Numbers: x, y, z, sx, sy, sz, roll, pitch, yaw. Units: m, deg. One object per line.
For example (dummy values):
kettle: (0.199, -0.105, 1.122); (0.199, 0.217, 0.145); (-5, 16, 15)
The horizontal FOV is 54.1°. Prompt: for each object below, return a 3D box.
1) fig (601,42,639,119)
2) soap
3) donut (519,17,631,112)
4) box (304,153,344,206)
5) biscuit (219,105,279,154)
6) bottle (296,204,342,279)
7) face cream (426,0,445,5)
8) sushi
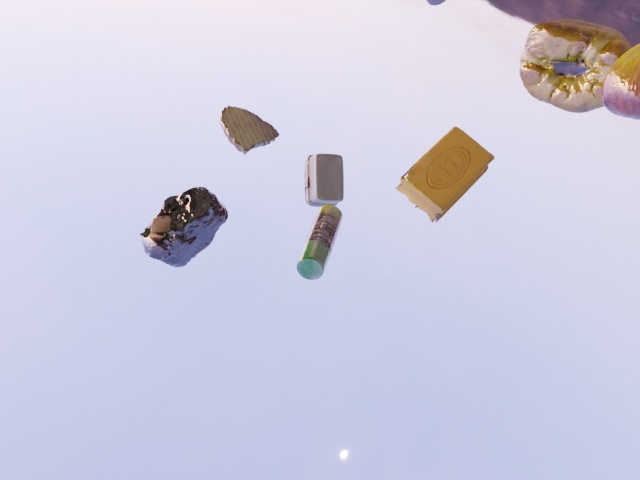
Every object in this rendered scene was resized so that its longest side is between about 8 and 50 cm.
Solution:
fig: (0.663, -0.353, 1.269); (0.160, 0.231, 0.143); (8, 177, 24)
soap: (0.436, -0.237, 2.205); (0.204, 0.096, 0.324); (41, -112, 11)
donut: (0.622, -0.429, 1.535); (0.261, 0.208, 0.128); (28, -138, 21)
box: (0.017, -0.239, 2.473); (0.148, 0.210, 0.129); (0, 176, -21)
biscuit: (-0.254, -0.379, 2.104); (0.187, 0.036, 0.273); (48, -151, 3)
bottle: (0.000, 0.000, 2.014); (0.093, 0.093, 0.330); (25, -146, -3)
face cream: (0.203, -0.639, 1.403); (0.283, 0.073, 0.073); (28, -160, -46)
sushi: (-0.347, -0.036, 1.596); (0.124, 0.225, 0.127); (47, -177, 29)
